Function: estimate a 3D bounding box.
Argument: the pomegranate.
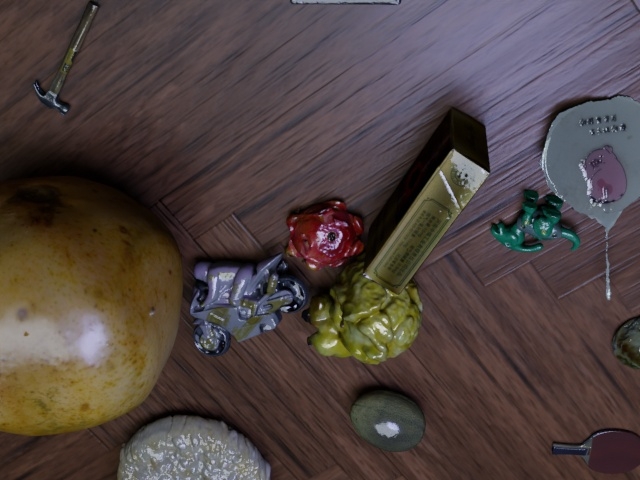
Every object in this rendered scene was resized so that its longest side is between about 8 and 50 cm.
[{"bbox_3d":[-0.388,0.104,1.489,0.417,0.416,0.416,3,119,5],"label":"pomegranate"}]

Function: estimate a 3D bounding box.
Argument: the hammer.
[{"bbox_3d":[-0.370,-0.272,1.490,0.062,0.017,0.182,27,116,-9],"label":"hammer"}]

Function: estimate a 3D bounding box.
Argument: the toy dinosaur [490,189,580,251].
[{"bbox_3d":[0.328,-0.018,1.530,0.132,0.059,0.096,19,128,6],"label":"toy dinosaur"}]

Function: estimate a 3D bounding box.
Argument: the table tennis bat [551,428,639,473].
[{"bbox_3d":[0.477,0.361,1.739,0.158,0.014,0.095,2,120,3],"label":"table tennis bat"}]

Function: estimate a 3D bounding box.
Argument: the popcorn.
[{"bbox_3d":[0.072,0.123,1.573,0.174,0.168,0.195,5,140,-39],"label":"popcorn"}]

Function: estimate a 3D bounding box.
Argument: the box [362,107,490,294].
[{"bbox_3d":[0.151,-0.056,1.466,0.071,0.159,0.240,30,119,-7],"label":"box"}]

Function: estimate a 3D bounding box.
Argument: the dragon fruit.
[{"bbox_3d":[0.004,-0.003,1.565,0.127,0.068,0.112,2,118,4],"label":"dragon fruit"}]

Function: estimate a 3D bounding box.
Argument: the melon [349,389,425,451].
[{"bbox_3d":[0.113,0.301,1.700,0.131,0.098,0.098,24,119,-3],"label":"melon"}]

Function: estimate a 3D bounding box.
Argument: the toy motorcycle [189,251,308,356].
[{"bbox_3d":[-0.136,0.087,1.624,0.225,0.073,0.152,-30,98,23],"label":"toy motorcycle"}]

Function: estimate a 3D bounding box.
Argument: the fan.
[{"bbox_3d":[0.416,-0.054,1.481,0.182,0.010,0.310,-10,108,-2],"label":"fan"}]

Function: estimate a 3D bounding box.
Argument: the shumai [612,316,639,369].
[{"bbox_3d":[0.526,0.176,1.590,0.124,0.087,0.099,-28,113,21],"label":"shumai"}]

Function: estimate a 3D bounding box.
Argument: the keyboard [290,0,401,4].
[{"bbox_3d":[0.034,-0.351,1.402,0.155,0.010,0.053,2,120,5],"label":"keyboard"}]

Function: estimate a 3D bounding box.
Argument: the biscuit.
[{"bbox_3d":[-0.215,0.390,1.798,0.281,0.084,0.179,9,115,-1],"label":"biscuit"}]
